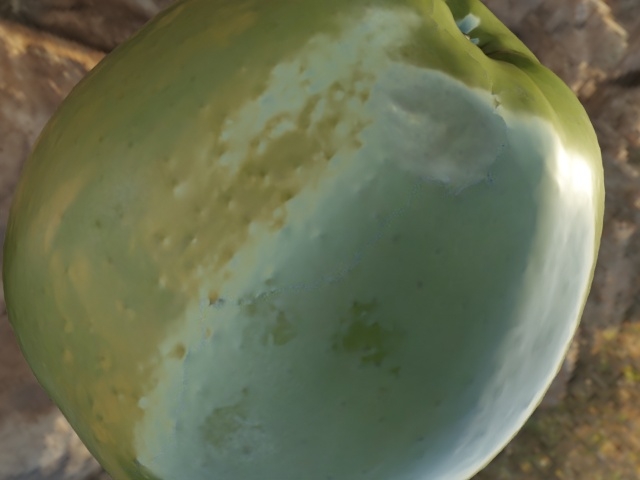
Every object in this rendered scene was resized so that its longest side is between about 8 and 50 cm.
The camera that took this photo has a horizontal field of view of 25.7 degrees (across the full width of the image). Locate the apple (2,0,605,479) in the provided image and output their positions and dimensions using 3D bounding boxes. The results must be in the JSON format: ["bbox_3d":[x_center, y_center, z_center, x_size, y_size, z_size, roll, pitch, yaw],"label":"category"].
[{"bbox_3d":[0.000,0.000,0.844,0.357,0.357,0.357,-31,149,-21],"label":"apple"}]
